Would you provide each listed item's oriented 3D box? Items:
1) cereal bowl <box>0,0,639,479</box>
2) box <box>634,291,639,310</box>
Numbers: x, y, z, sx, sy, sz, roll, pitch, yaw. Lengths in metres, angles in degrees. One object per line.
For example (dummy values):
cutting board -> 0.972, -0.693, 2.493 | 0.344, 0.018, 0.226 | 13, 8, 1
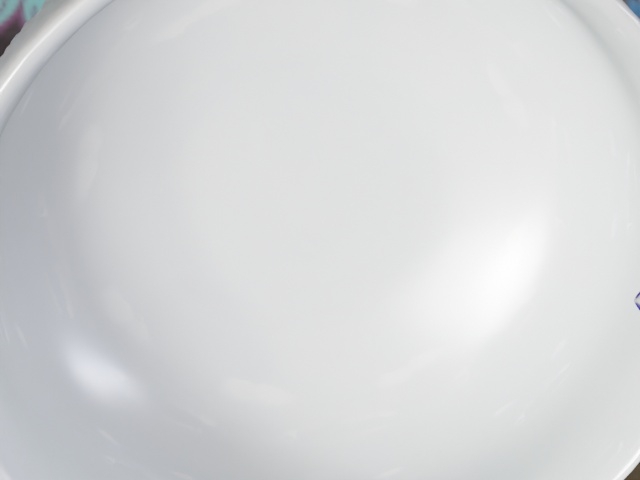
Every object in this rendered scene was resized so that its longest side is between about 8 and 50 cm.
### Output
cereal bowl -> 0.000, 0.000, 0.593 | 0.339, 0.339, 0.141 | -11, -152, -3
box -> 0.191, 0.020, 0.386 | 0.126, 0.072, 0.137 | -47, -136, -4
